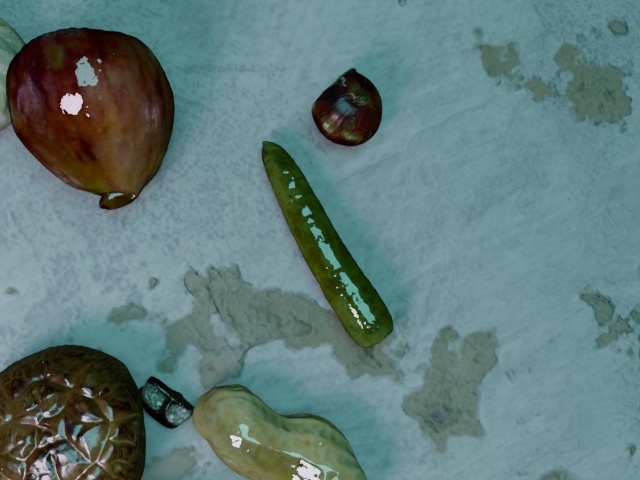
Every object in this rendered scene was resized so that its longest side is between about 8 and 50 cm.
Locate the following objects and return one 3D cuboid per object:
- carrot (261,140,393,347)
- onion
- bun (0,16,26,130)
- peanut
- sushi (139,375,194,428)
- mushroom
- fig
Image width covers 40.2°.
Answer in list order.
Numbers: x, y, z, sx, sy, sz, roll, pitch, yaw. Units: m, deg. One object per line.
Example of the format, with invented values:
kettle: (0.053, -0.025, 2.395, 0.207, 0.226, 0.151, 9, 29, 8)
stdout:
carrot: (0.000, 0.000, 1.335, 0.074, 0.074, 0.358, -28, 83, -17)
onion: (0.046, -0.203, 1.369, 0.117, 0.118, 0.118, -42, 89, -22)
bun: (-0.527, -0.246, 1.244, 0.231, 0.133, 0.231, 2, 78, -10)
peanut: (-0.052, 0.289, 1.234, 0.274, 0.111, 0.125, 30, 68, -5)
sushi: (-0.225, 0.235, 1.253, 0.083, 0.044, 0.046, 39, 94, 0)
mushroom: (-0.345, 0.261, 1.156, 0.253, 0.153, 0.253, -1, 71, 2)
fig: (-0.319, -0.182, 1.226, 0.224, 0.263, 0.224, -12, 45, 13)
